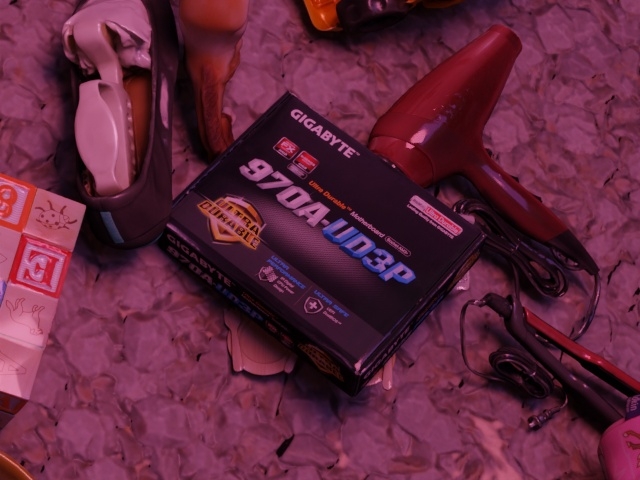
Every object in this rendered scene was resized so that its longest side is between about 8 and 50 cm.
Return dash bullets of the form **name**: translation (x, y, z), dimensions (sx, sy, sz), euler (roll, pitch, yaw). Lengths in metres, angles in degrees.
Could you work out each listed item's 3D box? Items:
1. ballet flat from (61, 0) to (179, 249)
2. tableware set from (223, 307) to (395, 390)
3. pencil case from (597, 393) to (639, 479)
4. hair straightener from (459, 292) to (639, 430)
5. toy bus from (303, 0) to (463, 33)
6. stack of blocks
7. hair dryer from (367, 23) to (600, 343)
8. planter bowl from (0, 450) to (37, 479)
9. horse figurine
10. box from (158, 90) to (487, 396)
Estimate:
- **ballet flat**: translation (-0.166, -0.130, 1.419), dimensions (0.095, 0.096, 0.280), euler (-14, 64, 12)
- **tableware set**: translation (0.003, 0.055, 1.457), dimensions (0.168, 0.020, 0.141), euler (8, 66, 3)
- **pencil case**: translation (0.349, 0.306, 1.392), dimensions (0.160, 0.167, 0.386), euler (-16, 60, 5)
- **hair straightener**: translation (0.208, 0.126, 1.520), dimensions (0.230, 0.047, 0.089), euler (36, 79, -21)
- **toy bus**: translation (0.109, -0.279, 1.594), dimensions (0.211, 0.220, 0.149), euler (-1, 74, -59)
- **stack of blocks**: translation (-0.348, 0.011, 1.308), dimensions (0.297, 0.087, 0.171), euler (21, 63, -16)
- **hair dryer**: translation (0.144, -0.055, 1.571), dimensions (0.223, 0.080, 0.293), euler (5, 82, -25)
- **planter bowl**: translation (-0.293, 0.251, 1.235), dimensions (0.217, 0.090, 0.217), euler (9, 67, -22)
- **horse figurine**: translation (-0.082, -0.204, 1.436), dimensions (0.066, 0.263, 0.174), euler (11, 56, -3)
- **box**: translation (0.000, 0.000, 1.444), dimensions (0.220, 0.051, 0.175), euler (38, 65, 15)
